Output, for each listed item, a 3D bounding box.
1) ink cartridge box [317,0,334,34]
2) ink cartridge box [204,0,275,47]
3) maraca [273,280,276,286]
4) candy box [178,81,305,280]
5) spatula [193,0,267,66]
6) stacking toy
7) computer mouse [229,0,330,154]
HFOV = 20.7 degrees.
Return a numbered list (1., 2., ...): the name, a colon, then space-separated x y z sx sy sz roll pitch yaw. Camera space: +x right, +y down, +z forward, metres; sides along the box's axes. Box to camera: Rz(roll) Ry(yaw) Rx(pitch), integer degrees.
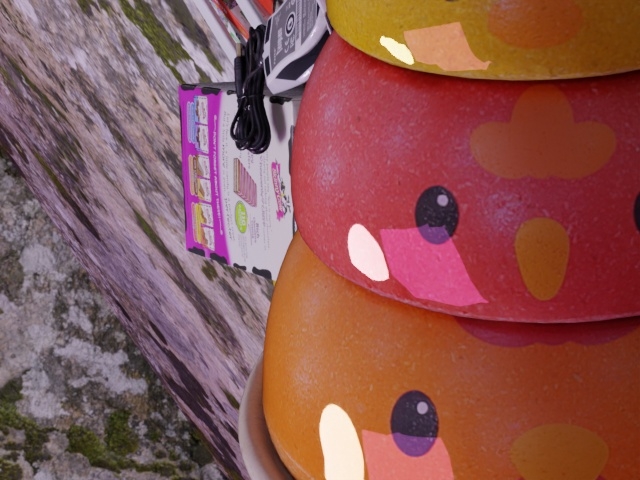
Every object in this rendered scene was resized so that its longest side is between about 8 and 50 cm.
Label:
1. ink cartridge box: -0.020 -0.237 1.103 0.206 0.045 0.208 -105 -9 -57
2. ink cartridge box: -0.071 -0.199 1.518 0.063 0.029 0.115 50 165 10
3. maraca: 0.000 0.000 1.637 0.127 0.099 0.185 -168 69 -65
4. candy box: -0.044 -0.055 1.531 0.233 0.071 0.159 17 112 61
5. spatula: -0.082 -0.226 1.429 0.168 0.019 0.242 0 130 51
6. stacking toy: 0.101 -0.097 0.809 0.350 0.350 0.480 33 140 53
7. computer mouse: -0.018 -0.147 1.364 0.193 0.042 0.106 143 134 -58
